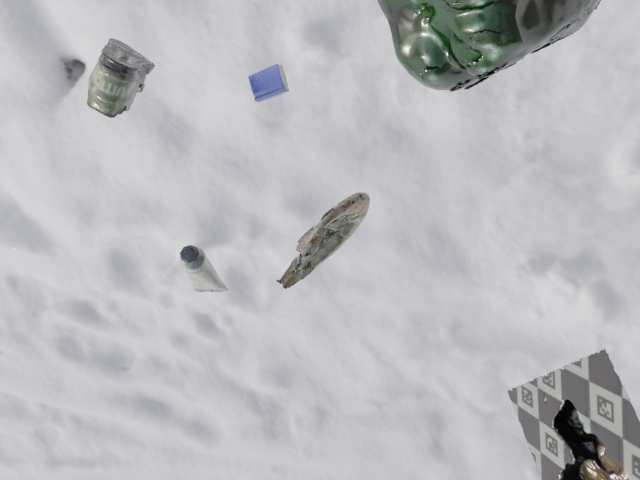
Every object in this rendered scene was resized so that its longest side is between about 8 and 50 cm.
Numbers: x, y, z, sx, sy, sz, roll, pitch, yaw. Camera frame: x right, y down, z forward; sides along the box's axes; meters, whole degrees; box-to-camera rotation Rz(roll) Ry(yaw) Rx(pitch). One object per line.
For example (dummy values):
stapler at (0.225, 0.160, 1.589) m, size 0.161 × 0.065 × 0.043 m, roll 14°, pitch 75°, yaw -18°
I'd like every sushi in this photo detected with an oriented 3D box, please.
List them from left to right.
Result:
sushi at (0.342, 0.264, 0.617) m, size 0.047 × 0.231 × 0.220 m, roll -8°, pitch 64°, yaw -13°

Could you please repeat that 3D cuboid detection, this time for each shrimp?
shrimp at (0.000, 0.000, 0.865) m, size 0.223 × 0.126 × 0.047 m, roll -47°, pitch 72°, yaw 10°

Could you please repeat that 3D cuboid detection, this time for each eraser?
eraser at (-0.119, -0.362, 1.170) m, size 0.084 × 0.027 × 0.063 m, roll -12°, pitch 97°, yaw 28°

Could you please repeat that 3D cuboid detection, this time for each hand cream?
hand cream at (-0.250, 0.071, 1.073) m, size 0.080 × 0.234 × 0.050 m, roll 1°, pitch 67°, yaw -1°

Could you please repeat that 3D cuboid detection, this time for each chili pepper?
chili pepper at (0.196, -0.317, 0.602) m, size 0.256 × 0.233 × 0.249 m, roll -42°, pitch 115°, yaw -27°

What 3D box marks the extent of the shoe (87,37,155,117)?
shoe at (-0.463, -0.359, 1.151) m, size 0.109 × 0.293 × 0.149 m, roll 27°, pitch 106°, yaw -20°
